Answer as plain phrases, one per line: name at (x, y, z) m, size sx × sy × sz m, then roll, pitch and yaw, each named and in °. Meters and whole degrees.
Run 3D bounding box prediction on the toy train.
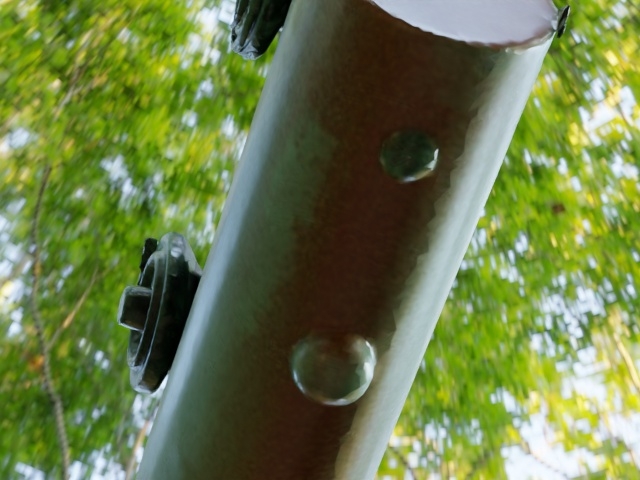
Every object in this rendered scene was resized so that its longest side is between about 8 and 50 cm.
toy train at (0.000, 0.000, 0.627) m, size 0.116 × 0.177 × 0.285 m, roll 15°, pitch -61°, yaw -11°
